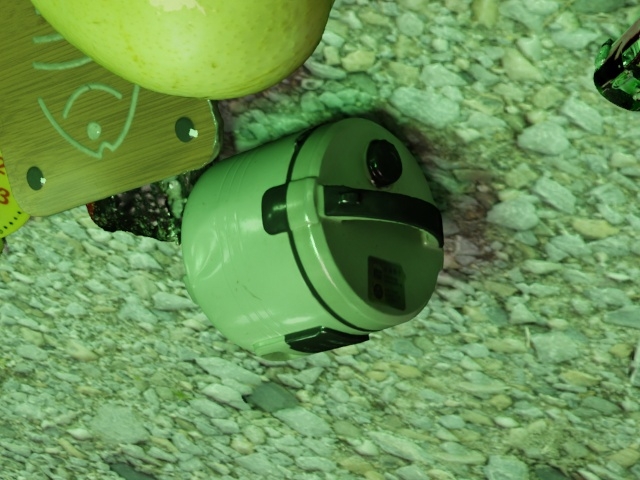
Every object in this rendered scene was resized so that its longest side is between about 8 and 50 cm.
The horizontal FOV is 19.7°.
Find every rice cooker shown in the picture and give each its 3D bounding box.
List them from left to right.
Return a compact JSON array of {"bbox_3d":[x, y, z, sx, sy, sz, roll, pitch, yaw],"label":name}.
[{"bbox_3d":[0.000,0.000,1.836,0.244,0.226,0.226,-19,123,36],"label":"rice cooker"}]

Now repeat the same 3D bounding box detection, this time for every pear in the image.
[{"bbox_3d":[-0.115,-0.271,1.548,0.309,0.309,0.309,14,138,12],"label":"pear"}]

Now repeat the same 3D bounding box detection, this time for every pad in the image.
[{"bbox_3d":[-0.230,-0.182,1.784,0.286,0.018,0.284,-15,90,37],"label":"pad"}]

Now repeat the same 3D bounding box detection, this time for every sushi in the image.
[{"bbox_3d":[-0.176,-0.108,1.871,0.126,0.136,0.225,7,129,18],"label":"sushi"}]

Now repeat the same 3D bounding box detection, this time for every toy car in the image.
[{"bbox_3d":[0.299,-0.166,1.638,0.069,0.055,0.142,29,140,-10],"label":"toy car"}]

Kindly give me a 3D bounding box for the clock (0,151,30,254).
[{"bbox_3d":[-0.443,-0.097,2.055,0.277,0.071,0.293,22,139,3],"label":"clock"}]
